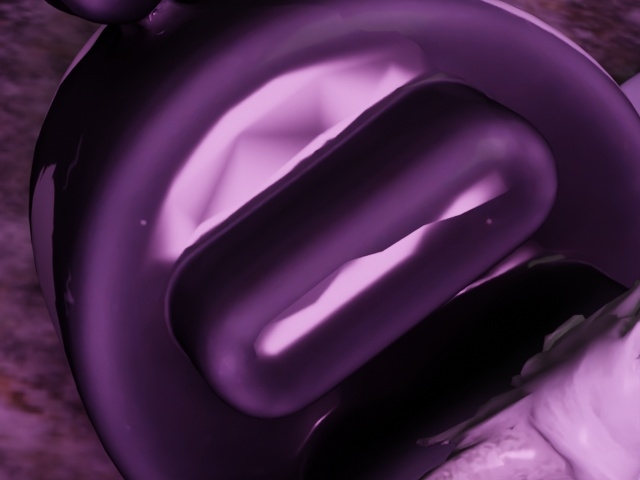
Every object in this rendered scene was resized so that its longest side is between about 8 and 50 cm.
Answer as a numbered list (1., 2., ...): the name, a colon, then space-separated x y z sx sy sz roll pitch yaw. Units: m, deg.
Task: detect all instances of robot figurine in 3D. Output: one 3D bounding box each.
1. robot figurine: -0.001 0.003 0.565 0.173 0.209 0.278 1 12 -14

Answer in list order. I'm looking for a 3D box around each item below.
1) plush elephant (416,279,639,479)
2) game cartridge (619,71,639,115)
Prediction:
1. plush elephant: 0.038 0.194 0.360 0.330 0.272 0.255 -40 97 -8
2. game cartridge: 0.271 -0.031 0.810 0.297 0.062 0.198 -14 49 -27
